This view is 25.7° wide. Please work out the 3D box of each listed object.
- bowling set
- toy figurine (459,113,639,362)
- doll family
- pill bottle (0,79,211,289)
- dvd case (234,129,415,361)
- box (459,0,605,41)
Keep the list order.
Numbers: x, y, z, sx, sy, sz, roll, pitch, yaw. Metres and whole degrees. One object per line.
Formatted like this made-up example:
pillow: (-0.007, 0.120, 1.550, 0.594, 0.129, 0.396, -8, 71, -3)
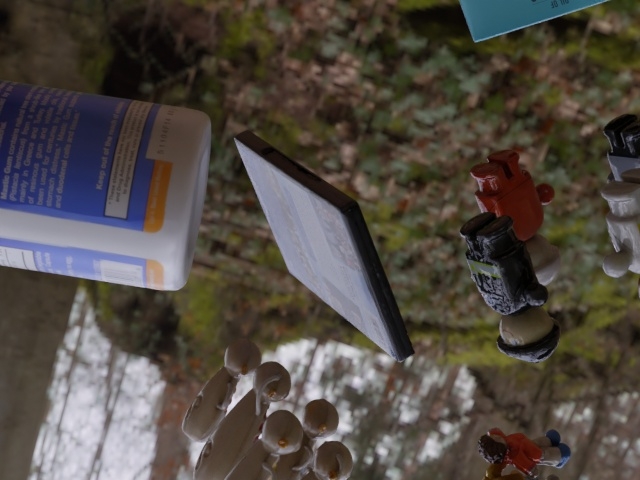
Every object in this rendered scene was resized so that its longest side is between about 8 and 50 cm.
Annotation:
bowling set: (-0.022, 0.217, 1.440, 0.200, 0.154, 0.287, 27, -166, -21)
toy figurine: (0.243, -0.002, 1.300, 0.210, 0.148, 0.213, -17, -157, 16)
doll family: (0.277, 0.337, 1.737, 0.163, 0.118, 0.263, 5, -158, -38)
pill bottle: (-0.234, -0.052, 1.151, 0.272, 0.152, 0.152, 9, -155, -1)
dvd case: (0.000, 0.000, 1.401, 0.022, 0.180, 0.253, -30, -150, -14)
box: (0.262, -0.266, 1.388, 0.244, 0.060, 0.100, -12, -166, 42)
